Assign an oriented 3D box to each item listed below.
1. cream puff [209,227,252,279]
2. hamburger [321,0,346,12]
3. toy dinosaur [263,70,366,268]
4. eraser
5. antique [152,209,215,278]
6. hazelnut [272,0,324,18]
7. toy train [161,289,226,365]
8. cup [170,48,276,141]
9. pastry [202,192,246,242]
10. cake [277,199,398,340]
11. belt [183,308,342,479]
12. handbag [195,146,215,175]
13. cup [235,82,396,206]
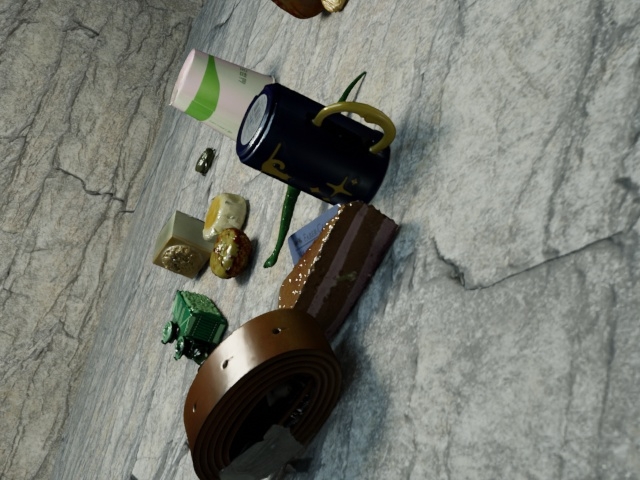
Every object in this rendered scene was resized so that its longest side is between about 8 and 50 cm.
[{"bbox_3d":[-0.230,0.039,1.685,0.149,0.084,0.149,-40,42,47],"label":"cream puff"},{"bbox_3d":[0.040,-0.658,1.728,0.076,0.044,0.083,51,125,21],"label":"hamburger"},{"bbox_3d":[-0.019,-0.172,1.387,0.447,0.087,0.301,-56,18,12],"label":"toy dinosaur"},{"bbox_3d":[0.000,0.000,1.284,0.225,0.036,0.082,-31,68,52],"label":"eraser"},{"bbox_3d":[-0.422,0.021,2.002,0.147,0.151,0.148,-48,29,33],"label":"antique"},{"bbox_3d":[-0.069,-0.733,1.783,0.229,0.229,0.230,-44,34,41],"label":"hazelnut"},{"bbox_3d":[-0.350,0.235,1.732,0.269,0.115,0.155,29,102,66],"label":"toy train"},{"bbox_3d":[-0.308,-0.453,2.002,0.253,0.273,0.253,-44,34,41],"label":"cup"},{"bbox_3d":[-0.277,-0.063,1.853,0.166,0.088,0.166,-46,33,41],"label":"pastry"},{"bbox_3d":[0.018,0.054,1.138,0.295,0.115,0.113,-57,28,23],"label":"cake"},{"bbox_3d":[-0.106,0.276,1.100,0.339,0.217,0.122,-56,34,17],"label":"belt"},{"bbox_3d":[-0.429,-0.298,2.386,0.111,0.047,0.072,-61,21,15],"label":"handbag"},{"bbox_3d":[0.003,-0.205,1.212,0.255,0.256,0.178,-49,31,33],"label":"cup"}]
